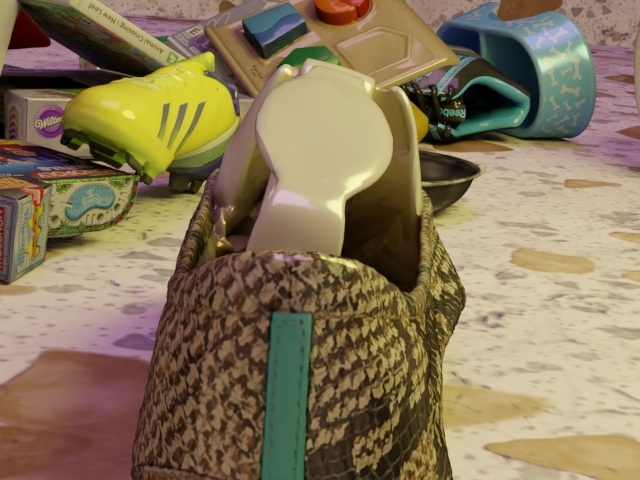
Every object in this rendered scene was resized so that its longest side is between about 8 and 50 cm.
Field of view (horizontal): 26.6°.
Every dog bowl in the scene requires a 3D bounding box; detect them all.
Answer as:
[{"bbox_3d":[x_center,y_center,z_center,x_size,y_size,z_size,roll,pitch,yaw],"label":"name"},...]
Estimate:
[{"bbox_3d":[0.243,-0.220,1.781,0.074,0.165,0.297,-14,20,-23],"label":"dog bowl"}]

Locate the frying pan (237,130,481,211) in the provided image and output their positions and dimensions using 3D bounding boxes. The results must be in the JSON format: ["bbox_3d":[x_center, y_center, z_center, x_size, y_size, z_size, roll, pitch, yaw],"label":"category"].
[{"bbox_3d":[-0.016,-0.066,1.248,0.326,0.053,0.197,5,13,8],"label":"frying pan"}]

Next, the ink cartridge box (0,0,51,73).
[{"bbox_3d":[-0.468,-0.210,1.327,0.310,0.130,0.272,0,-26,24],"label":"ink cartridge box"}]

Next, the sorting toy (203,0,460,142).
[{"bbox_3d":[0.029,-0.194,1.466,0.229,0.041,0.307,-21,45,-15],"label":"sorting toy"}]

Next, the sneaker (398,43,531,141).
[{"bbox_3d":[0.098,-0.180,1.621,0.341,0.125,0.140,-8,26,-31],"label":"sneaker"}]

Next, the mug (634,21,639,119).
[{"bbox_3d":[0.527,-0.240,1.485,0.328,0.374,0.276,-4,9,-5],"label":"mug"}]

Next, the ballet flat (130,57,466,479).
[{"bbox_3d":[0.000,0.000,0.686,0.164,0.182,0.483,4,13,0],"label":"ballet flat"}]

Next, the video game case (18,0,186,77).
[{"bbox_3d":[-0.241,-0.217,1.408,0.212,0.023,0.193,18,-9,46],"label":"video game case"}]

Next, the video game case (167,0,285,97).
[{"bbox_3d":[-0.049,-0.218,1.549,0.183,0.023,0.201,-28,46,-22],"label":"video game case"}]

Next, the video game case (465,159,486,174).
[{"bbox_3d":[0.118,-0.074,1.417,0.087,0.011,0.122,9,14,19],"label":"video game case"}]

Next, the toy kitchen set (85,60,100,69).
[{"bbox_3d":[-0.187,-0.209,1.741,0.166,0.122,0.207,-5,-4,-34],"label":"toy kitchen set"}]

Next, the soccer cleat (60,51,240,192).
[{"bbox_3d":[-0.133,-0.110,1.120,0.093,0.121,0.289,27,4,9],"label":"soccer cleat"}]

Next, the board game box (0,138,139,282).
[{"bbox_3d":[-0.237,-0.025,0.978,0.194,0.060,0.194,19,17,39],"label":"board game box"}]

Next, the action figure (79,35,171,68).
[{"bbox_3d":[-0.253,-0.287,2.081,0.232,0.063,0.137,-1,12,-5],"label":"action figure"}]

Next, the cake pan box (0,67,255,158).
[{"bbox_3d":[-0.236,-0.139,1.454,0.267,0.070,0.246,-3,13,-28],"label":"cake pan box"}]

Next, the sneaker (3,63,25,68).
[{"bbox_3d":[-0.423,-0.189,1.598,0.188,0.067,0.078,7,7,-2],"label":"sneaker"}]
